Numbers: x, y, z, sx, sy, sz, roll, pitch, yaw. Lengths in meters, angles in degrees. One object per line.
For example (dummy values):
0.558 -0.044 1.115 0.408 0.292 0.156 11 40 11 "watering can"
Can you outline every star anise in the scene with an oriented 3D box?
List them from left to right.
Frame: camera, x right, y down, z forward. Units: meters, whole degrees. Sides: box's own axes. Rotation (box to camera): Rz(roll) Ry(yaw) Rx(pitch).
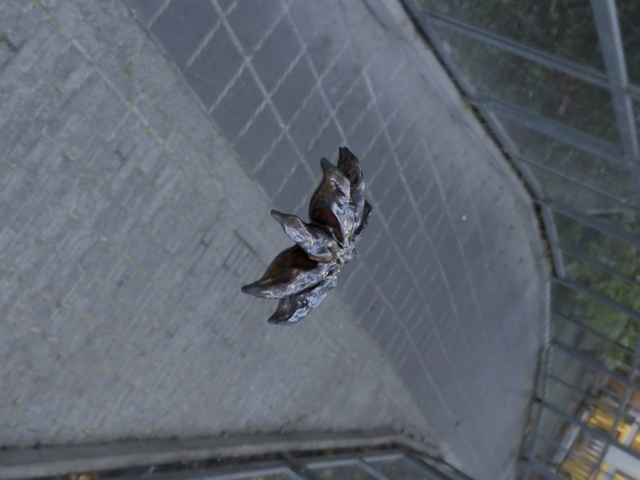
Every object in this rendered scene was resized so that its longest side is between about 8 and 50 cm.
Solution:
0.001 -0.001 0.592 0.141 0.042 0.141 -51 156 -33 "star anise"
